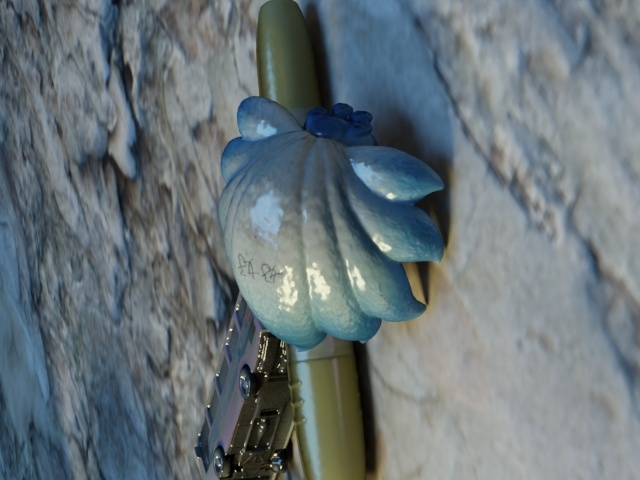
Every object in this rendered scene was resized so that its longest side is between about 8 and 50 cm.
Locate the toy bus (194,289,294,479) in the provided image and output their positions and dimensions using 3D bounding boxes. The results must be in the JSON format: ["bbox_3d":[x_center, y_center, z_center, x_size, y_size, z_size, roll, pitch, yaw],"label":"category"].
[{"bbox_3d":[-0.032,0.074,0.772,0.131,0.036,0.052,108,150,-41],"label":"toy bus"}]

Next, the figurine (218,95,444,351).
[{"bbox_3d":[0.000,0.000,0.642,0.114,0.079,0.114,17,123,27],"label":"figurine"}]

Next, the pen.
[{"bbox_3d":[-0.005,0.007,0.706,0.040,0.032,0.234,122,142,-82],"label":"pen"}]
